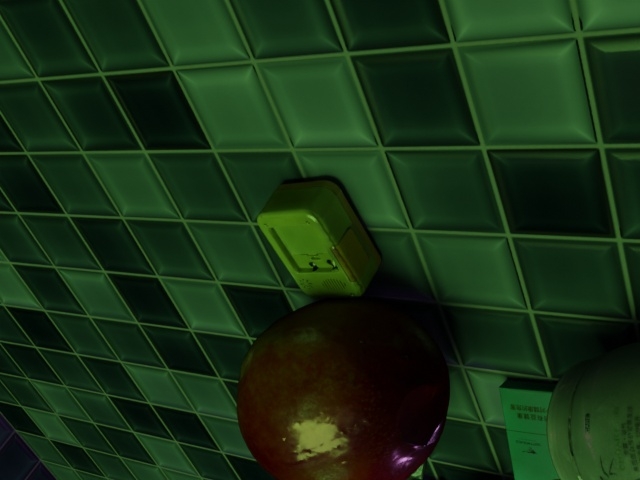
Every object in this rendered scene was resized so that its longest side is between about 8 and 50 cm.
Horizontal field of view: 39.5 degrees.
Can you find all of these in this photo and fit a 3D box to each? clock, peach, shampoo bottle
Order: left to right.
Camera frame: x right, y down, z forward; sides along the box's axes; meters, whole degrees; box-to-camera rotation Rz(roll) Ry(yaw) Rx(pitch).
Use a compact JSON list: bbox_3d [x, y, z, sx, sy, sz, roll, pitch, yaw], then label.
[{"bbox_3d":[0.000,0.000,1.504,0.143,0.096,0.202,-5,129,36],"label":"clock"},{"bbox_3d":[0.051,0.269,1.552,0.388,0.388,0.388,20,140,17],"label":"peach"},{"bbox_3d":[0.498,0.282,1.305,0.273,0.273,0.266,47,147,-17],"label":"shampoo bottle"}]

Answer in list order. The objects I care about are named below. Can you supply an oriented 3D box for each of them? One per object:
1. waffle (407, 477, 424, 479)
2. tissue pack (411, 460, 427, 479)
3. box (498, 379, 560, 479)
[{"bbox_3d":[0.088,0.518,2.037,0.309,0.056,0.292,48,141,-16],"label":"waffle"},{"bbox_3d":[0.148,0.428,1.864,0.156,0.051,0.112,9,113,20],"label":"tissue pack"},{"bbox_3d":[0.412,0.363,1.577,0.162,0.041,0.229,-2,106,38],"label":"box"}]
